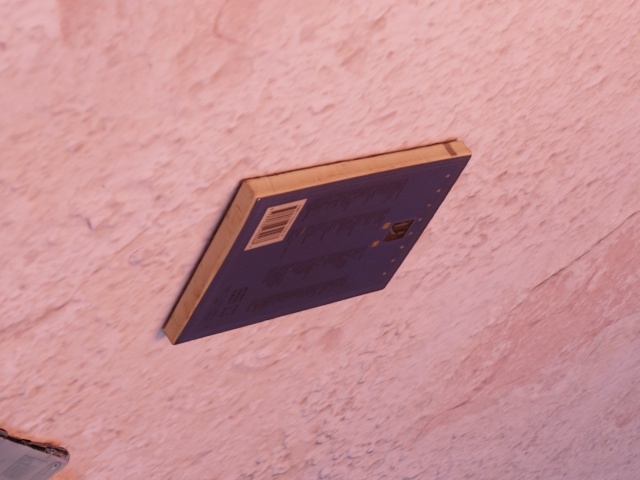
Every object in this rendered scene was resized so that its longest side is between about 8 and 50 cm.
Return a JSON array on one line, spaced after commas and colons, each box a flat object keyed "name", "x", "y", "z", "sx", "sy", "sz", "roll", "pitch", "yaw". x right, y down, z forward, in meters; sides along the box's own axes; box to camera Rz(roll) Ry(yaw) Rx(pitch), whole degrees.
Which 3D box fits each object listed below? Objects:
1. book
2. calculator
[{"name": "book", "x": 0.000, "y": 0.000, "z": 1.498, "sx": 0.269, "sy": 0.025, "sz": 0.191, "roll": -14, "pitch": 146, "yaw": -43}, {"name": "calculator", "x": -0.274, "y": 0.185, "z": 1.443, "sx": 0.057, "sy": 0.018, "sz": 0.172, "roll": -43, "pitch": 155, "yaw": 6}]
